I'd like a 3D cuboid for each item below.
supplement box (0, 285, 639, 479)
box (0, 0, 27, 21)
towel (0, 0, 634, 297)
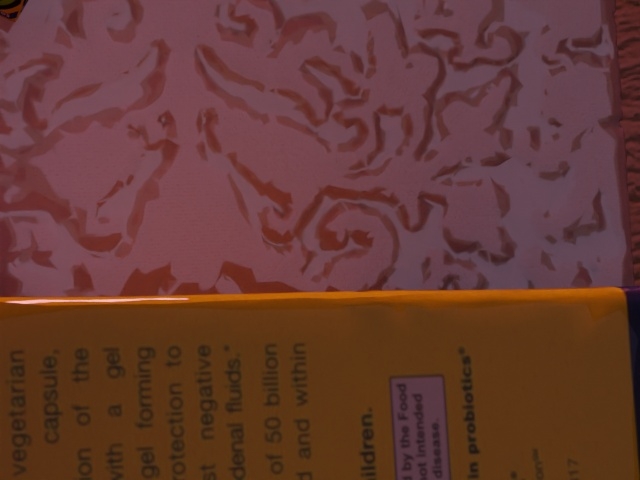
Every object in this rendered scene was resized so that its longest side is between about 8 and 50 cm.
[{"bbox_3d":[-0.067,0.122,0.494,0.357,0.194,0.195,0,82,-22],"label":"supplement box"},{"bbox_3d":[-0.184,-0.157,0.558,0.169,0.054,0.059,25,64,-9],"label":"box"},{"bbox_3d":[0.000,0.000,0.667,0.332,0.053,0.317,-3,89,-23],"label":"towel"}]
